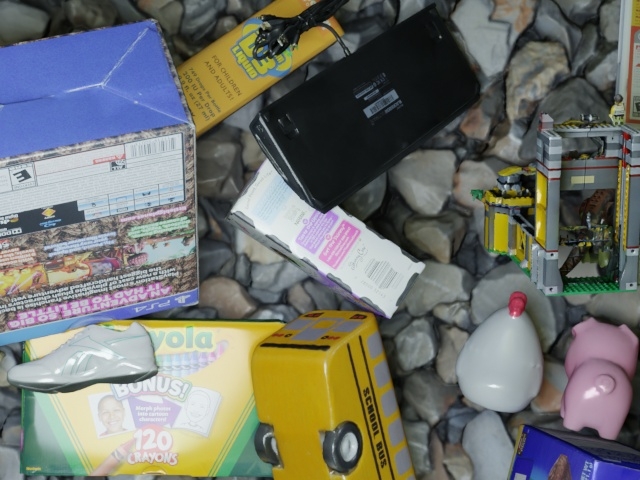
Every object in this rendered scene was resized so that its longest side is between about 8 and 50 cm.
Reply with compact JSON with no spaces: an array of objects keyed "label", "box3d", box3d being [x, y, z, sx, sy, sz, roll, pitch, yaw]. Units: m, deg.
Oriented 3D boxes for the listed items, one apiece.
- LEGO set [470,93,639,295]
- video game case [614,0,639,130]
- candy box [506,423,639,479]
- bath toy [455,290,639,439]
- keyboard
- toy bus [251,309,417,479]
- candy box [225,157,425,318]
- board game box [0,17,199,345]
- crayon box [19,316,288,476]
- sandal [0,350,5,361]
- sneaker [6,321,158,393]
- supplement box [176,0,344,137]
[{"label":"LEGO set","box3d":[0.326,-0.068,1.470,0.331,0.255,0.192,0,106,2]},{"label":"video game case","box3d":[0.441,-0.260,1.596,0.204,0.025,0.285,4,89,-5]},{"label":"candy box","box3d":[0.259,0.338,1.425,0.122,0.317,0.268,13,87,-4]},{"label":"bath toy","box3d":[0.323,0.145,1.524,0.348,0.151,0.129,13,98,2]},{"label":"keyboard","box3d":[0.035,-0.173,1.468,0.317,0.033,0.201,-37,99,-42]},{"label":"toy bus","box3d":[0.026,0.250,1.469,0.130,0.108,0.333,-32,114,-46]},{"label":"candy box","box3d":[0.000,0.000,1.480,0.196,0.165,0.070,34,86,-4]},{"label":"board game box","box3d":[-0.247,-0.048,1.371,0.232,0.291,0.141,-12,56,-13]},{"label":"crayon box","box3d":[-0.175,0.165,1.504,0.278,0.081,0.165,1,89,-5]},{"label":"sandal","box3d":[-0.372,0.145,1.502,0.079,0.088,0.240,-21,99,-36]},{"label":"sneaker","box3d":[-0.244,0.121,1.436,0.152,0.054,0.061,-8,74,-8]},{"label":"supplement box","box3d":[-0.090,-0.186,1.519,0.233,0.080,0.078,-36,95,-7]}]
